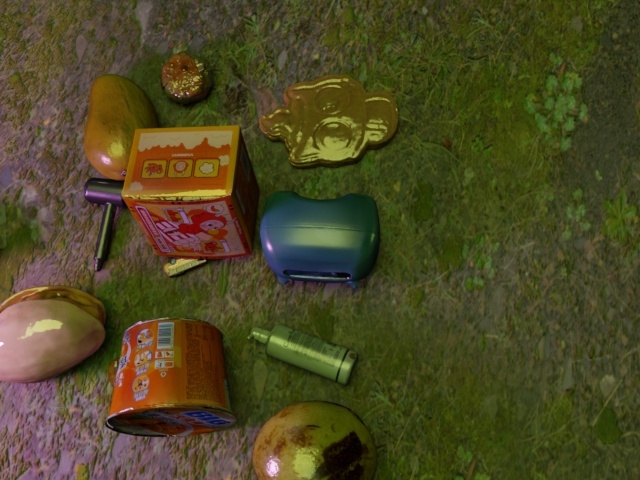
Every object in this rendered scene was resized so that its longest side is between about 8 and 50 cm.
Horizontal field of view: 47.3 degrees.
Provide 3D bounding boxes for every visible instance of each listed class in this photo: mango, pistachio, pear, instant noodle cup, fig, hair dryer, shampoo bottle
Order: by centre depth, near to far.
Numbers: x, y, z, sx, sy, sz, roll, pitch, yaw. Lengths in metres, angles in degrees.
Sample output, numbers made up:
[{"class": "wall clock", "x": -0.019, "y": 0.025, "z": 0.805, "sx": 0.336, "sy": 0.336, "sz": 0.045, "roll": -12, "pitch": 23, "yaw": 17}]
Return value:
[{"class": "pear", "x": -0.010, "y": 0.483, "z": 1.576, "sx": 0.283, "sy": 0.283, "sz": 0.284, "roll": -2, "pitch": 72, "yaw": 5}, {"class": "instant noodle cup", "x": -0.334, "y": 0.312, "z": 1.666, "sx": 0.296, "sy": 0.296, "sz": 0.214, "roll": -6, "pitch": 63, "yaw": 4}, {"class": "shampoo bottle", "x": -0.044, "y": 0.263, "z": 1.743, "sx": 0.262, "sy": 0.085, "sz": 0.085, "roll": 19, "pitch": 74, "yaw": 12}, {"class": "pistachio", "x": -0.670, "y": 0.231, "z": 1.757, "sx": 0.309, "sy": 0.230, "sz": 0.230, "roll": -20, "pitch": 71, "yaw": -5}, {"class": "fig", "x": -0.477, "y": 0.324, "z": 1.757, "sx": 0.082, "sy": 0.098, "sz": 0.084, "roll": 5, "pitch": 84, "yaw": 5}, {"class": "hair dryer", "x": -0.574, "y": -0.042, "z": 1.915, "sx": 0.114, "sy": 0.070, "sz": 0.248, "roll": 8, "pitch": 81, "yaw": 7}, {"class": "mango", "x": -0.527, "y": -0.307, "z": 1.949, "sx": 0.195, "sy": 0.142, "sz": 0.332, "roll": -4, "pitch": 64, "yaw": -2}]

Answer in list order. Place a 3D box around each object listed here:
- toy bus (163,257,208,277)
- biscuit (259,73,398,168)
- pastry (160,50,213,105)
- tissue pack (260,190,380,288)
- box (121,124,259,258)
[{"class": "toy bus", "x": -0.344, "y": 0.060, "z": 1.867, "sx": 0.110, "sy": 0.031, "sz": 0.043, "roll": -23, "pitch": 78, "yaw": -3}, {"class": "biscuit", "x": 0.021, "y": -0.325, "z": 1.952, "sx": 0.376, "sy": 0.051, "sz": 0.269, "roll": -4, "pitch": 70, "yaw": 4}, {"class": "pastry", "x": -0.369, "y": -0.446, "z": 2.012, "sx": 0.153, "sy": 0.081, "sz": 0.153, "roll": -2, "pitch": 81, "yaw": 9}, {"class": "tissue pack", "x": 0.000, "y": 0.000, "z": 1.765, "sx": 0.287, "sy": 0.198, "sz": 0.206, "roll": 2, "pitch": 70, "yaw": 4}, {"class": "box", "x": -0.302, "y": -0.110, "z": 1.772, "sx": 0.259, "sy": 0.283, "sz": 0.214, "roll": -2, "pitch": 60, "yaw": 6}]
